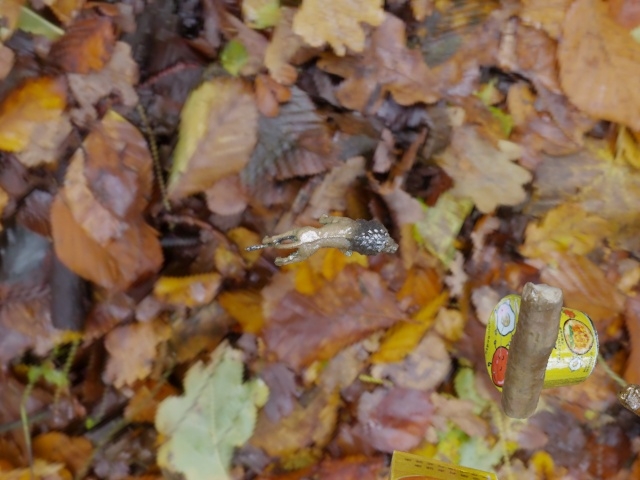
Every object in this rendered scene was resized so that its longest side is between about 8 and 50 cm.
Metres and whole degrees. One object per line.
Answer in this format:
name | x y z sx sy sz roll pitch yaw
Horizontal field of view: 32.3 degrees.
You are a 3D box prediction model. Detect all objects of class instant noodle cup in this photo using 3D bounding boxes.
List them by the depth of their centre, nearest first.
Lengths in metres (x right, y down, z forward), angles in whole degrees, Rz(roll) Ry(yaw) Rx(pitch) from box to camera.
instant noodle cup | 0.405 0.192 2.010 0.144 0.182 0.182 4 102 -23

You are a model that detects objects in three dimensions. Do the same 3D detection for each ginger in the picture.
ginger | 0.502 0.235 1.547 0.162 0.073 0.103 25 132 -29

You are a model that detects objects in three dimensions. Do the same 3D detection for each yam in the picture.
yam | 0.255 0.135 1.342 0.057 0.057 0.241 -22 140 -19

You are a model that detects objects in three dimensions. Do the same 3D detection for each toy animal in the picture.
toy animal | 0.000 -0.002 1.559 0.220 0.086 0.069 -8 95 12

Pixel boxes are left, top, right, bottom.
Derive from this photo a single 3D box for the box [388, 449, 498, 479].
box | 0.160 0.336 1.410 0.152 0.269 0.043 11 96 5
